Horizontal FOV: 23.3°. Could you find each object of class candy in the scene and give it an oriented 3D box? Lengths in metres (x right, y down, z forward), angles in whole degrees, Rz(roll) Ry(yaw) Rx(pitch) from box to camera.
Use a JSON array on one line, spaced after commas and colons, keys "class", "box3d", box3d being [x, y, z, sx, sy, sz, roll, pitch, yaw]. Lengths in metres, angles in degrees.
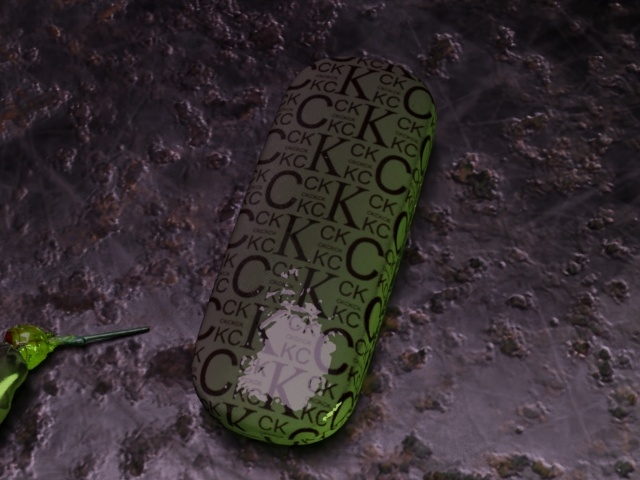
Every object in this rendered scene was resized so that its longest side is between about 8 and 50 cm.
[{"class": "candy", "box3d": [-0.202, 0.083, 1.283, 0.123, 0.035, 0.035, -7, 40, -12]}]

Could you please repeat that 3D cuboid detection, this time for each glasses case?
[{"class": "glasses case", "box3d": [0.000, 0.000, 1.281, 0.137, 0.085, 0.355, 12, 63, 11]}]

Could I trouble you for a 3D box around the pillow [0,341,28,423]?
[{"class": "pillow", "box3d": [-0.341, 0.157, 1.229, 0.241, 0.051, 0.093, -19, 91, -10]}]
